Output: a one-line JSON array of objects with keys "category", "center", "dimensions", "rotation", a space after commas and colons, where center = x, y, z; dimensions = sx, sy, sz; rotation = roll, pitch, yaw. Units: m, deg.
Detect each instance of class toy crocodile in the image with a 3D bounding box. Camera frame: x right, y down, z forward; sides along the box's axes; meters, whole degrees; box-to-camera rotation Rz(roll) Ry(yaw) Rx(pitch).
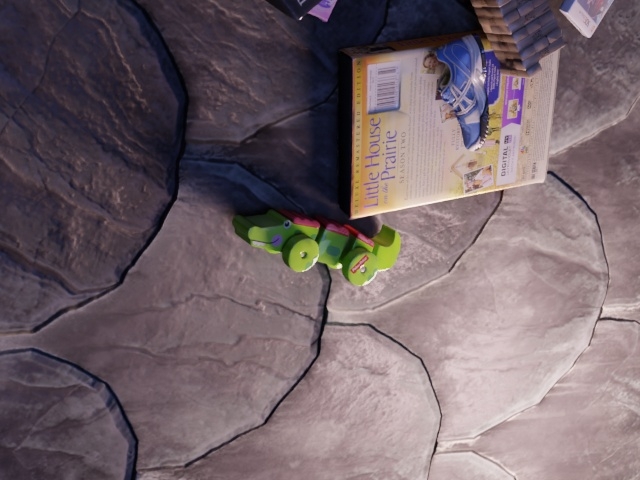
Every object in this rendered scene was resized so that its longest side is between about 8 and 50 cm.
[{"category": "toy crocodile", "center": [0.000, 0.000, 1.881], "dimensions": [0.341, 0.115, 0.105], "rotation": [14, 103, -33]}]

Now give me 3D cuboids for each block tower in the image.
[{"category": "block tower", "center": [0.298, -0.442, 1.774], "dimensions": [0.097, 0.091, 0.335], "rotation": [-32, 112, -12]}]

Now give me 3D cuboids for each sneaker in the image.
[{"category": "sneaker", "center": [0.244, -0.252, 1.827], "dimensions": [0.081, 0.080, 0.211], "rotation": [-11, 117, -1]}]

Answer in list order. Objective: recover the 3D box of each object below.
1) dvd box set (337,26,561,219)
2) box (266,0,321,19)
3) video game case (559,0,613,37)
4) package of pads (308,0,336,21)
[{"category": "dvd box set", "center": [0.232, -0.219, 1.913], "dimensions": [0.420, 0.062, 0.307], "rotation": [-12, 119, -20]}, {"category": "box", "center": [-0.006, -0.574, 1.525], "dimensions": [0.395, 0.212, 0.293], "rotation": [-42, 127, 0]}, {"category": "video game case", "center": [0.508, -0.472, 1.886], "dimensions": [0.201, 0.023, 0.183], "rotation": [-60, 156, 11]}, {"category": "package of pads", "center": [0.004, -0.404, 1.727], "dimensions": [0.050, 0.032, 0.083], "rotation": [17, 106, -34]}]
